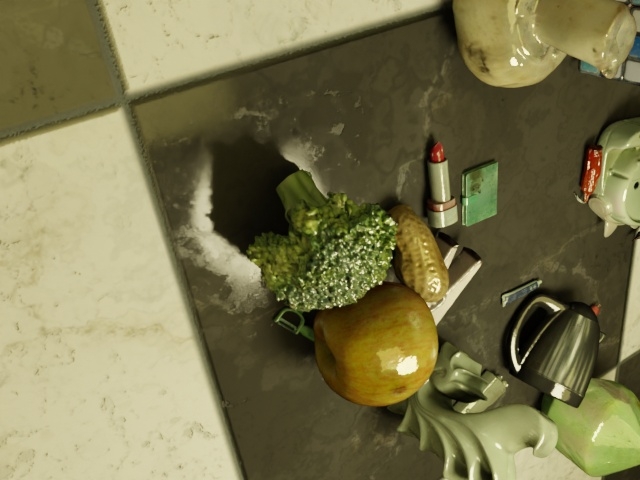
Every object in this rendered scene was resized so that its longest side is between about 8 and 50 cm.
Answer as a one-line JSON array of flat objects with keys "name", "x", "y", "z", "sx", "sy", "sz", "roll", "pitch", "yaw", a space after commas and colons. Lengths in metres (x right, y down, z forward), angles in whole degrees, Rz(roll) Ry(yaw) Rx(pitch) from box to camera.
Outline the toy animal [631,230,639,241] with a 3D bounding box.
[{"name": "toy animal", "x": 0.990, "y": -0.038, "z": 1.878, "sx": 0.202, "sy": 0.070, "sz": 0.105, "roll": -25, "pitch": 143, "yaw": -26}]

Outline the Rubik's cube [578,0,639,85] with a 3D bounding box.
[{"name": "Rubik's cube", "x": 0.753, "y": -0.503, "z": 1.332, "sx": 0.287, "sy": 0.293, "sz": 0.292, "roll": -29, "pitch": 126, "yaw": -25}]

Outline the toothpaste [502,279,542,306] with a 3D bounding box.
[{"name": "toothpaste", "x": 0.539, "y": 0.135, "z": 1.698, "sx": 0.140, "sy": 0.021, "sz": 0.037, "roll": -23, "pitch": 116, "yaw": -20}]

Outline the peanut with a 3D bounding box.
[{"name": "peanut", "x": 0.200, "y": 0.031, "z": 1.348, "sx": 0.108, "sy": 0.095, "sz": 0.226, "roll": -23, "pitch": 101, "yaw": 1}]

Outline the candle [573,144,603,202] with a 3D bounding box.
[{"name": "candle", "x": 0.688, "y": -0.166, "z": 1.627, "sx": 0.048, "sy": 0.053, "sz": 0.162, "roll": -15, "pitch": 123, "yaw": -20}]

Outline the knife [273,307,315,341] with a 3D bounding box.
[{"name": "knife", "x": -0.015, "y": 0.193, "z": 1.370, "sx": 0.212, "sy": 0.015, "sz": 0.054, "roll": 37, "pitch": 82, "yaw": -39}]

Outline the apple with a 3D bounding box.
[{"name": "apple", "x": 0.102, "y": 0.210, "z": 1.304, "sx": 0.264, "sy": 0.264, "sz": 0.264, "roll": -15, "pitch": 120, "yaw": -27}]

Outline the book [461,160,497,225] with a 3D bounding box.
[{"name": "book", "x": 0.368, "y": -0.106, "z": 1.468, "sx": 0.103, "sy": 0.017, "sz": 0.135, "roll": -21, "pitch": 123, "yaw": -24}]

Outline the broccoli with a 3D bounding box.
[{"name": "broccoli", "x": 0.001, "y": 0.016, "z": 1.140, "sx": 0.260, "sy": 0.235, "sz": 0.288, "roll": 41, "pitch": 130, "yaw": -14}]

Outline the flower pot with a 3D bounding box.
[{"name": "flower pot", "x": 0.343, "y": 0.424, "z": 1.489, "sx": 0.164, "sy": 0.367, "sz": 0.254, "roll": 33, "pitch": 94, "yaw": -43}]

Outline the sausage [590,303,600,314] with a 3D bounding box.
[{"name": "sausage", "x": 0.753, "y": 0.278, "z": 1.900, "sx": 0.253, "sy": 0.034, "sz": 0.034, "roll": -42, "pitch": 129, "yaw": -9}]

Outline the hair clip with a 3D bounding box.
[{"name": "hair clip", "x": 0.236, "y": 0.145, "z": 1.466, "sx": 0.101, "sy": 0.085, "sz": 0.331, "roll": 24, "pitch": 104, "yaw": -36}]

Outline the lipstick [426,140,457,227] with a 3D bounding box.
[{"name": "lipstick", "x": 0.255, "y": -0.125, "z": 1.365, "sx": 0.063, "sy": 0.057, "sz": 0.186, "roll": -22, "pitch": 118, "yaw": -23}]

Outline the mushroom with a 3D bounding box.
[{"name": "mushroom", "x": 0.415, "y": -0.414, "z": 1.145, "sx": 0.314, "sy": 0.336, "sz": 0.314, "roll": -20, "pitch": 131, "yaw": -25}]

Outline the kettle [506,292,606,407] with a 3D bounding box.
[{"name": "kettle", "x": 0.655, "y": 0.287, "z": 1.766, "sx": 0.271, "sy": 0.250, "sz": 0.207, "roll": -62, "pitch": 159, "yaw": -1}]

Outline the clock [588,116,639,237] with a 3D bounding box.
[{"name": "clock", "x": 0.841, "y": -0.162, "z": 1.684, "sx": 0.265, "sy": 0.108, "sz": 0.324, "roll": -14, "pitch": 118, "yaw": -26}]

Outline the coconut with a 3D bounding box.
[{"name": "coconut", "x": 0.836, "y": 0.554, "z": 1.904, "sx": 0.281, "sy": 0.328, "sz": 0.328, "roll": -47, "pitch": 129, "yaw": -8}]

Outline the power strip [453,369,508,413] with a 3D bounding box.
[{"name": "power strip", "x": 0.404, "y": 0.478, "z": 1.763, "sx": 0.286, "sy": 0.048, "sz": 0.080, "roll": -47, "pitch": 127, "yaw": -5}]
